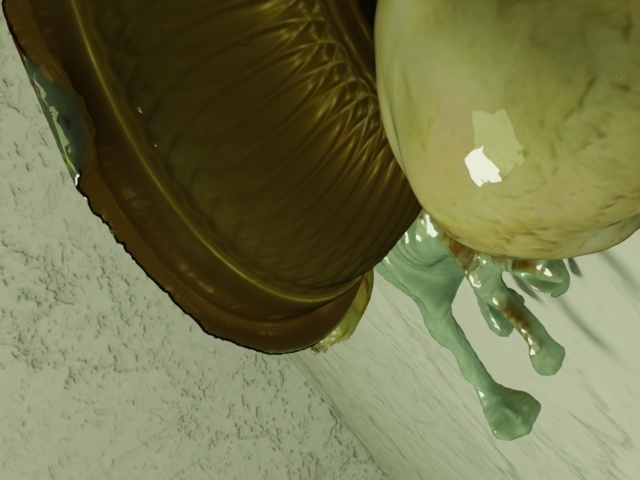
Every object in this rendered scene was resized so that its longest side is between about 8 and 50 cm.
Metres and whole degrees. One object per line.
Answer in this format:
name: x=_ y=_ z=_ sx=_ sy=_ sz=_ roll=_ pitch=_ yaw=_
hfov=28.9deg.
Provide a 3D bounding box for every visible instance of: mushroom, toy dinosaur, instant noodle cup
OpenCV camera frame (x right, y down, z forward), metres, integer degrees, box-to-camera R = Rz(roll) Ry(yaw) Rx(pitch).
mushroom: x=0.074 y=-0.062 z=0.386 sx=0.148 sy=0.112 sz=0.148 roll=-177 pitch=90 yaw=-86
toy dinosaur: x=0.069 y=0.011 z=0.784 sx=0.205 sy=0.092 sz=0.393 roll=54 pitch=171 yaw=-29
instant noodle cup: x=-0.007 y=-0.097 z=0.491 sx=0.274 sy=0.091 sz=0.274 roll=40 pitch=-139 yaw=-48

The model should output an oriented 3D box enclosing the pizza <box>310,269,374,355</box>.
pizza: x=0.002 y=0.007 z=1.162 sx=0.204 sy=0.081 sz=0.188 roll=43 pitch=-153 yaw=-83
